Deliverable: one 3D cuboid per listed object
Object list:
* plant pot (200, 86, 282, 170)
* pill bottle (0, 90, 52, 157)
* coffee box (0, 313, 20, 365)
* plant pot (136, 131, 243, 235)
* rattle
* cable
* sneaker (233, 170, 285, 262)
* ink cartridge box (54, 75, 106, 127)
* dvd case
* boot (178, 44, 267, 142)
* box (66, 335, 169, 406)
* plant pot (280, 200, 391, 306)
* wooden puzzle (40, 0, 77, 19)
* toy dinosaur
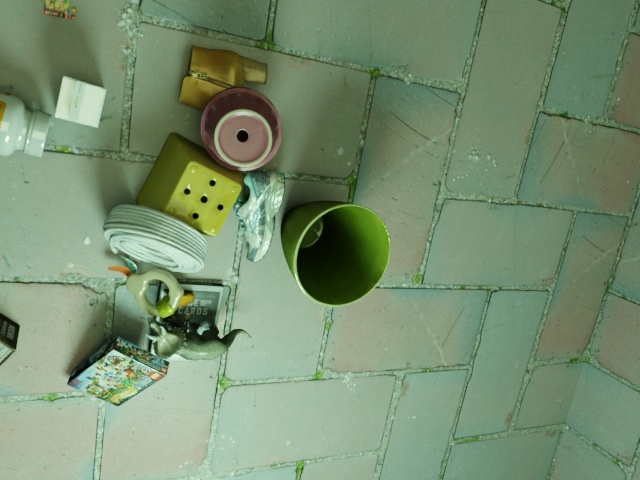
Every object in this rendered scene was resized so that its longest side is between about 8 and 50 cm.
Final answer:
[{"bbox_3d":[-0.185,-0.253,1.237,0.201,0.180,0.201,-3,110,-9],"label":"plant pot"},{"bbox_3d":[-0.719,-0.259,1.118,0.245,0.136,0.136,14,100,-28],"label":"pill bottle"},{"bbox_3d":[-0.838,0.192,1.209,0.098,0.141,0.246,-46,120,-6],"label":"coffee box"},{"bbox_3d":[-0.313,-0.123,1.324,0.212,0.187,0.212,26,95,-30],"label":"plant pot"},{"bbox_3d":[-0.442,0.106,1.393,0.199,0.143,0.130,29,119,7],"label":"rattle"},{"bbox_3d":[-0.400,0.001,1.286,0.257,0.257,0.089,18,70,-3],"label":"cable"},{"bbox_3d":[-0.183,-0.071,1.446,0.122,0.110,0.283,11,118,-11],"label":"sneaker"},{"bbox_3d":[-0.540,-0.313,1.180,0.090,0.143,0.092,11,102,-27],"label":"ink cartridge box"},{"bbox_3d":[-0.384,0.233,1.498,0.179,0.029,0.239,6,104,-27],"label":"dvd case"},{"bbox_3d":[-0.256,-0.334,1.343,0.211,0.104,0.295,3,103,-19],"label":"boot"},{"bbox_3d":[-0.536,0.352,1.387,0.233,0.044,0.159,-35,123,29],"label":"box"},{"bbox_3d":[0.000,0.000,1.449,0.274,0.293,0.275,-8,110,-23],"label":"plant pot"},{"bbox_3d":[-0.587,-0.525,1.168,0.083,0.006,0.049,4,105,-26],"label":"wooden puzzle"},{"bbox_3d":[-0.337,0.283,1.426,0.313,0.160,0.121,19,98,-27],"label":"toy dinosaur"}]
